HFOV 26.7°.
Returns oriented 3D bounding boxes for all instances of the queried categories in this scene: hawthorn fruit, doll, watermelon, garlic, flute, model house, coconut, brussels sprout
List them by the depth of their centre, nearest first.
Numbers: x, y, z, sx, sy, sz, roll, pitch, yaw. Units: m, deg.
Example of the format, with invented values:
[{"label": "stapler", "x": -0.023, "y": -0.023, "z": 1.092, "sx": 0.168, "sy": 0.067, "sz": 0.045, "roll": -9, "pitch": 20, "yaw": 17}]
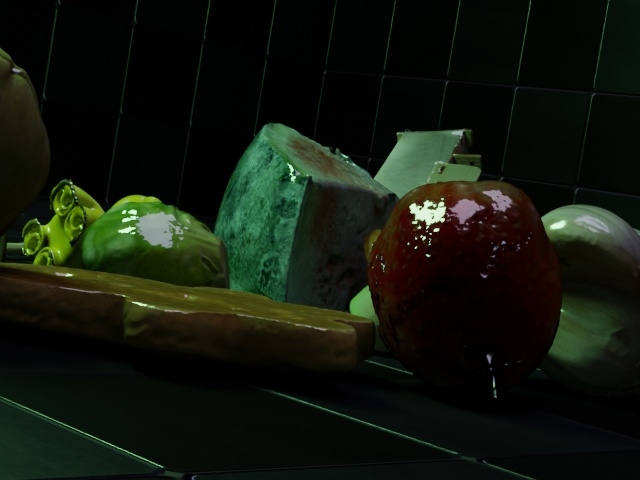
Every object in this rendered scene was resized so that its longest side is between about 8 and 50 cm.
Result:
[{"label": "hawthorn fruit", "x": 0.124, "y": 0.056, "z": 1.158, "sx": 0.181, "sy": 0.181, "sz": 0.235, "roll": 9, "pitch": 39, "yaw": -5}, {"label": "garlic", "x": 0.245, "y": 0.091, "z": 1.281, "sx": 0.207, "sy": 0.207, "sz": 0.257, "roll": 10, "pitch": 33, "yaw": 7}, {"label": "brussels sprout", "x": -0.166, "y": 0.019, "z": 1.354, "sx": 0.155, "sy": 0.118, "sz": 0.155, "roll": 0, "pitch": -1, "yaw": 0}, {"label": "coconut", "x": 0.076, "y": 0.078, "z": 1.378, "sx": 0.083, "sy": 0.081, "sz": 0.082, "roll": 55, "pitch": 11, "yaw": 8}, {"label": "doll", "x": -0.224, "y": 0.008, "z": 1.572, "sx": 0.220, "sy": 0.135, "sz": 0.143, "roll": 15, "pitch": 30, "yaw": -45}, {"label": "watermelon", "x": 0.000, "y": 0.000, "z": 1.636, "sx": 0.258, "sy": 0.228, "sz": 0.387, "roll": 18, "pitch": 6, "yaw": -12}, {"label": "flute", "x": -0.412, "y": 0.010, "z": 1.669, "sx": 0.027, "sy": 0.027, "sz": 0.233, "roll": 10, "pitch": 3, "yaw": 22}, {"label": "model house", "x": 0.160, "y": 0.001, "z": 2.085, "sx": 0.169, "sy": 0.244, "sz": 0.326, "roll": 9, "pitch": 36, "yaw": 20}]

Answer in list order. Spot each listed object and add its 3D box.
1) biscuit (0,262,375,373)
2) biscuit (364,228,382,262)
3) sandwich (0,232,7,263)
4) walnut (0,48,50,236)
[{"label": "biscuit", "x": -0.132, "y": 0.067, "z": 1.144, "sx": 0.354, "sy": 0.052, "sz": 0.275, "roll": 8, "pitch": 2, "yaw": 6}, {"label": "biscuit", "x": 0.097, "y": 0.050, "z": 1.530, "sx": 0.033, "sy": 0.145, "sz": 0.224, "roll": -29, "pitch": -1, "yaw": 11}, {"label": "sandwich", "x": -0.364, "y": 0.021, "z": 1.481, "sx": 0.030, "sy": 0.044, "sz": 0.083, "roll": 13, "pitch": -41, "yaw": -7}, {"label": "walnut", "x": -0.369, "y": -0.078, "z": 1.107, "sx": 0.282, "sy": 0.283, "sz": 0.227, "roll": 9, "pitch": 17, "yaw": -13}]
